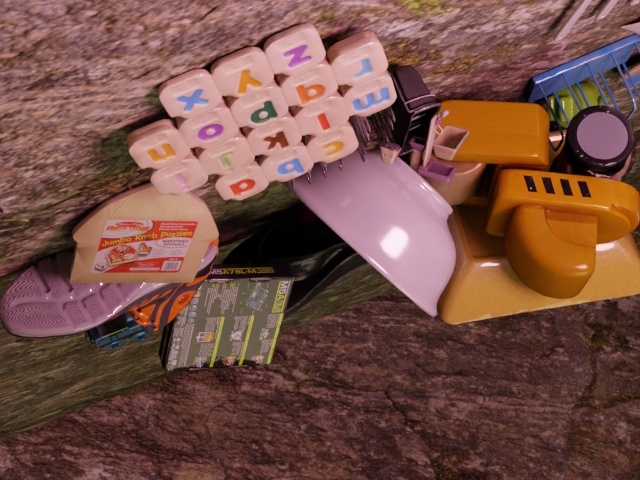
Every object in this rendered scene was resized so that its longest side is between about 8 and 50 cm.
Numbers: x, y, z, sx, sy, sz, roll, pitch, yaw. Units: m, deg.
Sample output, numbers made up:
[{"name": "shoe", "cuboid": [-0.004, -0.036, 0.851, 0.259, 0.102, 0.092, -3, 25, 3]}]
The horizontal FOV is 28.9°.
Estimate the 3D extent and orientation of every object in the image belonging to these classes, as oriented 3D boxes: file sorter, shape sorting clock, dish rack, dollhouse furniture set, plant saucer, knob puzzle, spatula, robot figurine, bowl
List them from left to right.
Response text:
[{"name": "knob puzzle", "cuboid": [-0.224, -0.017, 1.593, 0.213, 0.030, 0.213, -12, 143, -9]}, {"name": "dish rack", "cuboid": [0.004, -0.124, 1.530, 0.271, 0.074, 0.208, -22, 170, -4]}, {"name": "bowl", "cuboid": [0.088, -0.039, 1.723, 0.134, 0.298, 0.298, -49, 170, 1]}, {"name": "dollhouse furniture set", "cuboid": [0.135, -0.140, 1.502, 0.114, 0.091, 0.081, -51, 154, -55]}, {"name": "plant saucer", "cuboid": [0.313, -0.048, 1.927, 0.332, 0.333, 0.081, -9, 142, -5]}, {"name": "robot figurine", "cuboid": [0.415, -0.219, 2.001, 0.115, 0.067, 0.101, -16, -164, -37]}, {"name": "file sorter", "cuboid": [0.413, -0.219, 1.882, 0.170, 0.105, 0.118, -23, 170, 0]}, {"name": "spatula", "cuboid": [0.368, -0.315, 1.511, 0.168, 0.019, 0.242, -27, 173, -11]}, {"name": "shape sorting clock", "cuboid": [0.572, -0.300, 2.004, 0.206, 0.040, 0.206, -25, 174, -3]}]

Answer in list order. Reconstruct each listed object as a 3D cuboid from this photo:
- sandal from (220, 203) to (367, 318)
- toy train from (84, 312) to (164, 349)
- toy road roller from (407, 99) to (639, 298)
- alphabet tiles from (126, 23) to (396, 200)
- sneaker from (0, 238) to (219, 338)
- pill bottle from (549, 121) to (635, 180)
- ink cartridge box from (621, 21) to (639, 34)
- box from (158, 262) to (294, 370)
[{"name": "sandal", "cuboid": [-0.005, -0.008, 2.036, 0.445, 0.168, 0.107, -29, 142, 3]}, {"name": "toy train", "cuboid": [-0.328, 0.132, 2.186, 0.184, 0.080, 0.105, -21, 165, -12]}, {"name": "toy road roller", "cuboid": [0.285, -0.054, 1.757, 0.329, 0.241, 0.202, 6, 161, 3]}, {"name": "alphabet tiles", "cuboid": [-0.060, -0.131, 1.324, 0.284, 0.021, 0.278, -23, 155, 3]}, {"name": "sneaker", "cuboid": [-0.289, 0.086, 1.751, 0.321, 0.125, 0.180, -19, 155, -19]}, {"name": "pill bottle", "cuboid": [0.437, -0.159, 2.175, 0.219, 0.123, 0.123, 0, 158, -37]}, {"name": "ink cartridge box", "cuboid": [0.565, -0.323, 1.738, 0.181, 0.056, 0.224, 9, 171, -41]}, {"name": "box", "cuboid": [-0.149, 0.120, 1.949, 0.184, 0.045, 0.191, -3, 129, -23]}]
